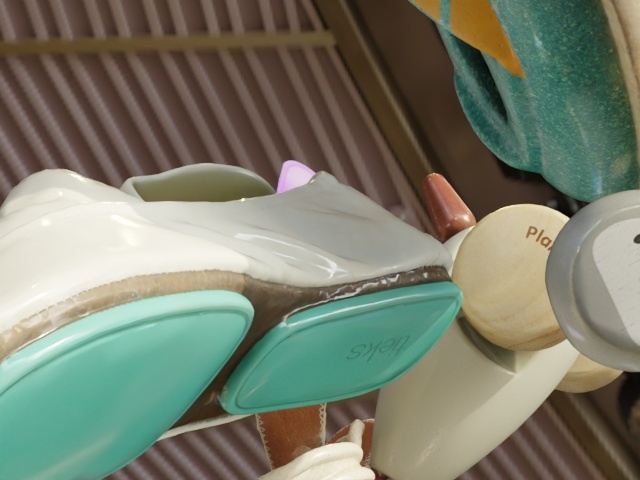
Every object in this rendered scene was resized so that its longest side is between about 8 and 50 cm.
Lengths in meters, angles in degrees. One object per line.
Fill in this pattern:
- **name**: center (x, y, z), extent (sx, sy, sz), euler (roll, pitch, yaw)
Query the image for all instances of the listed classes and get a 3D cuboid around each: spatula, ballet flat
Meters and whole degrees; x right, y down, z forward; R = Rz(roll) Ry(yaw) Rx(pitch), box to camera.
- **spatula**: center (0.000, 0.000, 1.312), extent (0.084, 0.296, 0.030), euler (40, -78, -15)
- **ballet flat**: center (-0.074, 0.025, 0.706), extent (0.139, 0.139, 0.400), euler (-43, -18, 26)

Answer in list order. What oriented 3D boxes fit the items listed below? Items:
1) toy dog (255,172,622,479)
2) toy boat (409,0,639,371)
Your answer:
- **toy dog**: center (0.039, 0.082, 0.961), extent (0.333, 0.161, 0.220), euler (-33, -31, -18)
- **toy boat**: center (0.108, -0.083, 0.665), extent (0.148, 0.318, 0.267), euler (-29, -46, -1)
